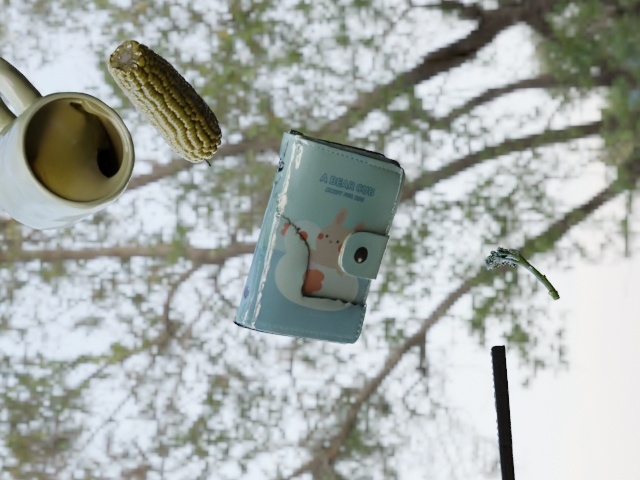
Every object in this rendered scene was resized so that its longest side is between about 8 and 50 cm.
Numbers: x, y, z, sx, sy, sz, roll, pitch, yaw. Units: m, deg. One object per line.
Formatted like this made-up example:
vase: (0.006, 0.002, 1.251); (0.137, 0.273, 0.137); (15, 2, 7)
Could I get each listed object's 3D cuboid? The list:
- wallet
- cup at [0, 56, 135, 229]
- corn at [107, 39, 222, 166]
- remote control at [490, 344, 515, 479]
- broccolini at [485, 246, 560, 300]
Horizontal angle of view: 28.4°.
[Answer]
wallet: (0.000, 0.000, 1.586); (0.176, 0.075, 0.250); (12, -84, -32)
cup: (-0.403, -0.126, 1.770); (0.255, 0.202, 0.173); (28, -109, -21)
corn: (-0.254, -0.231, 2.125); (0.310, 0.101, 0.101); (51, -138, -52)
remote control: (0.283, 0.281, 1.956); (0.063, 0.025, 0.245); (71, -164, -60)
broccolini: (0.352, 0.052, 2.205); (0.194, 0.054, 0.052); (37, 139, 58)
